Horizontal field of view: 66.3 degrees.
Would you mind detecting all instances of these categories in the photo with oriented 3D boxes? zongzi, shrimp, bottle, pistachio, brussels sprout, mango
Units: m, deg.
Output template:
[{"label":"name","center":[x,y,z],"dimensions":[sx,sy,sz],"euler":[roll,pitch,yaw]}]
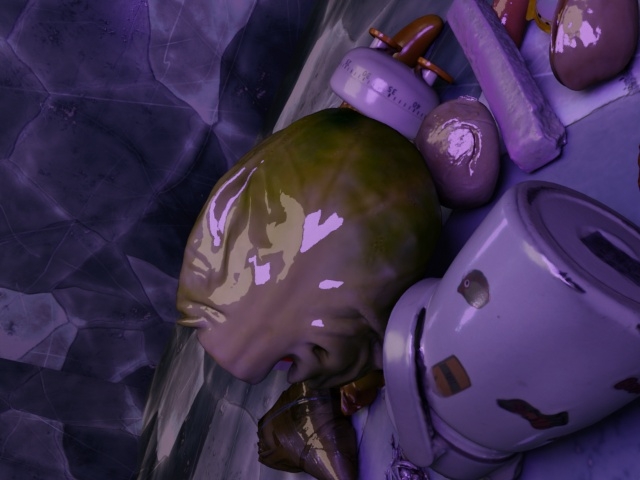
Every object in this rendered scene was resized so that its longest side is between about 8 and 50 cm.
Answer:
[{"label":"zongzi","center":[-0.029,0.408,0.911],"dimensions":[0.250,0.125,0.274],"euler":[-56,31,28]},{"label":"shrimp","center":[0.124,0.343,0.688],"dimensions":[0.165,0.057,0.065],"euler":[-110,29,-45]},{"label":"bottle","center":[0.189,0.122,0.537],"dimensions":[0.229,0.229,0.351],"euler":[-95,25,-47]},{"label":"pistachio","center":[0.348,-0.271,0.632],"dimensions":[0.113,0.113,0.149],"euler":[-167,69,-68]},{"label":"brussels sprout","center":[0.001,-0.018,0.742],"dimensions":[0.361,0.342,0.425],"euler":[-62,12,20]},{"label":"mango","center":[0.213,-0.466,1.172],"dimensions":[0.184,0.085,0.102],"euler":[-46,31,34]}]

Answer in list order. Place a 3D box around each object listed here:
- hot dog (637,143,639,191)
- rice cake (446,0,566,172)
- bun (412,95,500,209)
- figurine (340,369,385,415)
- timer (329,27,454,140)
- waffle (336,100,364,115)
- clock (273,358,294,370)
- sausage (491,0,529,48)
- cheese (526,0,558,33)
[{"label":"hot dog","center":[0.389,-0.130,0.320],"dimensions":[0.387,0.174,0.267],"euler":[-58,26,24]},{"label":"rice cake","center":[0.275,-0.266,0.757],"dimensions":[0.072,0.056,0.365],"euler":[-50,45,50]},{"label":"bun","center":[0.205,-0.135,0.777],"dimensions":[0.166,0.113,0.173],"euler":[93,170,-74]},{"label":"figurine","center":[0.086,0.226,0.863],"dimensions":[0.122,0.121,0.176],"euler":[-51,-12,-54]},{"label":"timer","center":[0.123,-0.282,1.020],"dimensions":[0.240,0.233,0.233],"euler":[-57,24,20]},{"label":"waffle","center":[0.085,-0.277,1.294],"dimensions":[0.327,0.098,0.224],"euler":[-50,29,35]},{"label":"clock","center":[-0.093,0.144,1.243],"dimensions":[0.235,0.166,0.309],"euler":[-163,86,-69]},{"label":"sausage","center":[0.351,-0.448,0.819],"dimensions":[0.079,0.087,0.326],"euler":[38,106,55]},{"label":"cheese","center":[0.395,-0.370,0.675],"dimensions":[0.250,0.064,0.156],"euler":[8,85,57]}]
